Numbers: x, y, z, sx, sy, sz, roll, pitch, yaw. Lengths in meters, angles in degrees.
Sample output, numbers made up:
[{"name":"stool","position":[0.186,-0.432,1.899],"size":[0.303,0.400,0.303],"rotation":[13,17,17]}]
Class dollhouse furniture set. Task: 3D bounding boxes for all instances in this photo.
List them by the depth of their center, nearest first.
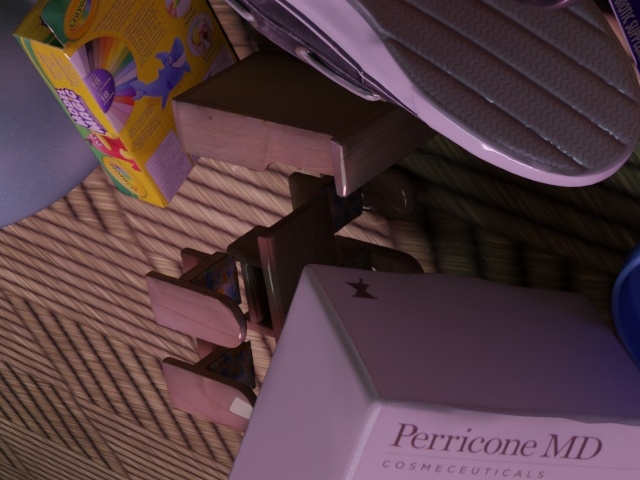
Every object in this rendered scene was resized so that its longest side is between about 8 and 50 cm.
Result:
[{"name":"dollhouse furniture set","position":[0.000,0.000,1.231],"size":[0.161,0.212,0.242],"rotation":[15,126,37]}]

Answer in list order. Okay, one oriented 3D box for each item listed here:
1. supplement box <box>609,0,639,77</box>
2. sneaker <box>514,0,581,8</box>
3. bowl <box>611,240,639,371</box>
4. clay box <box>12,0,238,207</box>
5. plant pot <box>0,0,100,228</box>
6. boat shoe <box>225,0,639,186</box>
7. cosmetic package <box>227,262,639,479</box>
[{"name":"supplement box","position":[0.236,-0.109,0.666],"size":[0.220,0.111,0.114],"rotation":[-31,125,17]},{"name":"sneaker","position":[0.115,-0.243,0.712],"size":[0.098,0.135,0.276],"rotation":[28,138,41]},{"name":"bowl","position":[0.383,0.083,1.087],"size":[0.391,0.077,0.391],"rotation":[26,157,12]},{"name":"clay box","position":[-0.137,-0.139,1.207],"size":[0.053,0.127,0.222],"rotation":[18,154,31]},{"name":"plant pot","position":[-0.323,-0.113,1.413],"size":[0.293,0.196,0.293],"rotation":[26,158,11]},{"name":"boat shoe","position":[0.049,-0.142,1.013],"size":[0.335,0.121,0.119],"rotation":[38,167,12]},{"name":"cosmetic package","position":[0.045,0.252,1.215],"size":[0.230,0.453,0.161],"rotation":[6,-150,-23]}]
